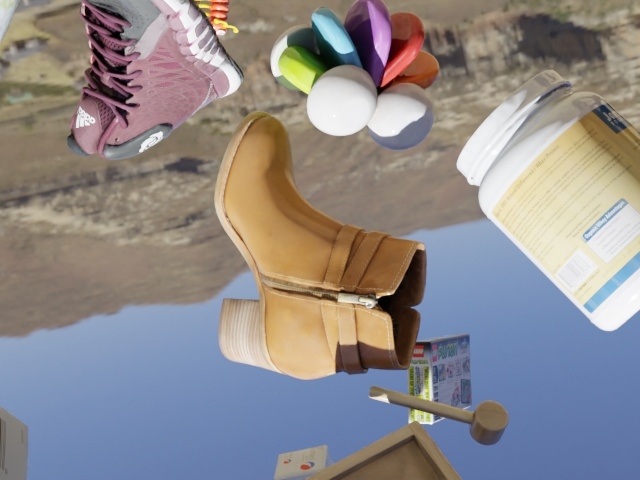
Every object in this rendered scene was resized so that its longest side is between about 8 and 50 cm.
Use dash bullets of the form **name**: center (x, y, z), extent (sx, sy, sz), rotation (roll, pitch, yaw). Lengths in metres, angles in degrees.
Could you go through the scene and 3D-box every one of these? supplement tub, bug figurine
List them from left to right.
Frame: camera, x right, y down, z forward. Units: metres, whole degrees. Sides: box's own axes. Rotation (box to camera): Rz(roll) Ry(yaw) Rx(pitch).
- **bug figurine**: center (-0.247, -0.484, 1.729), extent (0.072, 0.216, 0.279), rotation (0, 177, 36)
- **supplement tub**: center (0.231, -0.037, 0.832), extent (0.144, 0.199, 0.144), rotation (-39, 165, -13)

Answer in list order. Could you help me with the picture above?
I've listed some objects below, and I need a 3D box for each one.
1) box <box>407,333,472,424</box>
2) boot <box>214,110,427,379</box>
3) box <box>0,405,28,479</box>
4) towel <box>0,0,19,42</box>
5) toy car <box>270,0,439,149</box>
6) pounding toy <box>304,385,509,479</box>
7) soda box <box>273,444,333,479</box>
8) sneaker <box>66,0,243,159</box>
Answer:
- **box**: center (0.176, 0.197, 1.389), extent (0.036, 0.114, 0.207), rotation (-3, 176, 24)
- **boot**: center (0.000, 0.000, 0.977), extent (0.220, 0.283, 0.109), rotation (-1, 168, 35)
- **box**: center (-0.211, 0.125, 0.473), extent (0.087, 0.101, 0.102), rotation (-21, -133, 9)
- **towel**: center (-0.419, -0.197, 0.831), extent (0.090, 0.320, 0.374), rotation (27, 180, 16)
- **toy car**: center (0.046, -0.189, 1.011), extent (0.182, 0.136, 0.159), rotation (10, -151, -33)
- **pounding toy**: center (0.090, 0.231, 0.911), extent (0.206, 0.094, 0.181), rotation (-24, -128, -18)
- **soda box**: center (0.000, 0.398, 1.326), extent (0.074, 0.216, 0.069), rotation (-13, -164, 8)
- **sneaker**: center (-0.171, -0.145, 0.813), extent (0.162, 0.106, 0.281), rotation (-45, 159, -1)
